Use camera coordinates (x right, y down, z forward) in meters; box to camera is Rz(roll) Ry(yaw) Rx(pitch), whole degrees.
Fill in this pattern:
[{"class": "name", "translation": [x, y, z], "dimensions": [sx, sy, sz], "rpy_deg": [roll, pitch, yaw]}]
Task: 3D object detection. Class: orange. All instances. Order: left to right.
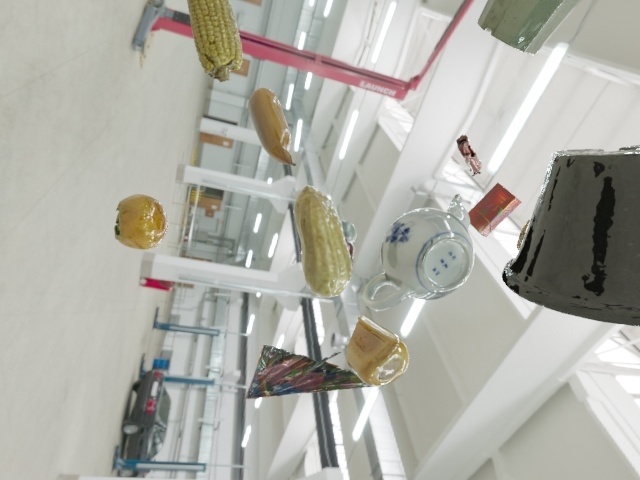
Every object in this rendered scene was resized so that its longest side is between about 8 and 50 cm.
[{"class": "orange", "translation": [-0.489, -0.047, 1.136], "dimensions": [0.154, 0.134, 0.155], "rpy_deg": [13, -68, 35]}]

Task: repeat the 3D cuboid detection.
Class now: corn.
[{"class": "corn", "translation": [-0.277, -0.569, 1.068], "dimensions": [0.119, 0.118, 0.322], "rpy_deg": [-153, -132, -74]}]

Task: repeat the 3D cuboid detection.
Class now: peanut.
[{"class": "peanut", "translation": [0.000, 0.000, 1.129], "dimensions": [0.147, 0.146, 0.306], "rpy_deg": [165, -88, -73]}]

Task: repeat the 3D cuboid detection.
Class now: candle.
[{"class": "candle", "translation": [0.610, -0.334, 1.704], "dimensions": [0.059, 0.301, 0.085], "rpy_deg": [-11, -110, 28]}]

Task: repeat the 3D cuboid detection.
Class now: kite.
[{"class": "kite", "translation": [-0.051, 0.250, 0.784], "dimensions": [0.320, 0.233, 0.016], "rpy_deg": [2, -78, 44]}]

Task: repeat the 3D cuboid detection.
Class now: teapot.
[{"class": "teapot", "translation": [0.280, 0.032, 1.179], "dimensions": [0.424, 0.252, 0.280], "rpy_deg": [-46, -160, -2]}]

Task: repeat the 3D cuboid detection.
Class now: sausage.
[{"class": "sausage", "translation": [-0.151, -0.351, 1.342], "dimensions": [0.329, 0.111, 0.112], "rpy_deg": [68, -30, 27]}]

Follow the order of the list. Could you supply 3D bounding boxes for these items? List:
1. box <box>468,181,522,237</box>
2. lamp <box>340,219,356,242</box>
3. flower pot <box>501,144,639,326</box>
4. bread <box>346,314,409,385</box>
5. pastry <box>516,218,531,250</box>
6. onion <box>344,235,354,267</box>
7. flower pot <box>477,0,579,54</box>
[{"class": "box", "translation": [0.618, -0.111, 1.518], "dimensions": [0.175, 0.048, 0.112], "rpy_deg": [-51, -143, 19]}, {"class": "lamp", "translation": [0.084, -0.023, 1.576], "dimensions": [0.105, 0.105, 0.105], "rpy_deg": [-170, -90, -75]}, {"class": "flower pot", "translation": [0.521, -0.032, 0.721], "dimensions": [0.379, 0.378, 0.252], "rpy_deg": [-134, -141, -72]}, {"class": "bread", "translation": [0.057, 0.128, 0.485], "dimensions": [0.062, 0.049, 0.103], "rpy_deg": [-37, -162, -12]}, {"class": "pastry", "translation": [0.682, -0.015, 1.377], "dimensions": [0.080, 0.056, 0.140], "rpy_deg": [-56, 156, -9]}, {"class": "onion", "translation": [0.028, 0.027, 1.441], "dimensions": [0.173, 0.135, 0.199], "rpy_deg": [-44, -143, 40]}, {"class": "flower pot", "translation": [0.563, -0.647, 1.086], "dimensions": [0.291, 0.289, 0.259], "rpy_deg": [-95, -157, -45]}]
